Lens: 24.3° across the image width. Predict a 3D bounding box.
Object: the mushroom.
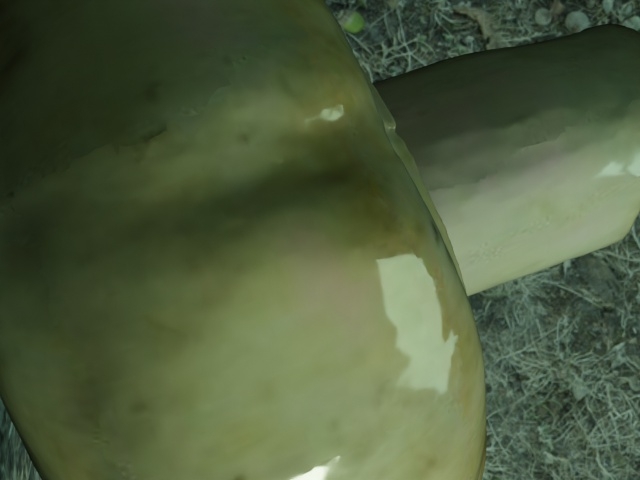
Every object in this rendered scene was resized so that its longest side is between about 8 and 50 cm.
[{"bbox_3d":[-0.027,0.018,0.730,0.353,0.353,0.325,93,7,-74],"label":"mushroom"}]
